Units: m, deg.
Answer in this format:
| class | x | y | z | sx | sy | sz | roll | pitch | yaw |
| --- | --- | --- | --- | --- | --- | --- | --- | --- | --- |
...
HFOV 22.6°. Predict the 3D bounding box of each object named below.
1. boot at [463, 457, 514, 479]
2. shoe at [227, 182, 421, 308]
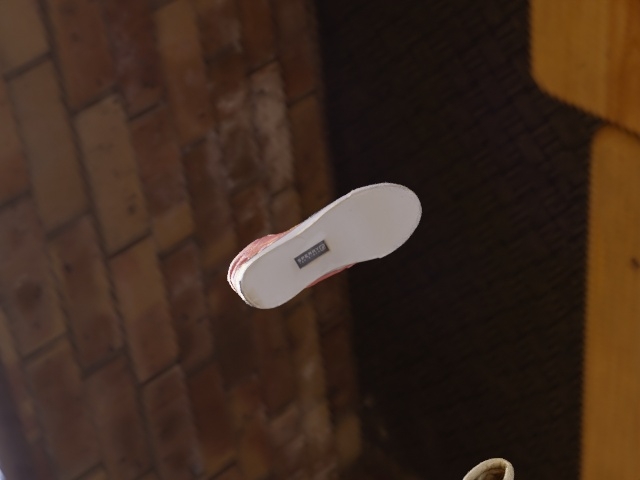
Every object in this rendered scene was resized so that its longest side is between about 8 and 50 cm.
| class | x | y | z | sx | sy | sz | roll | pitch | yaw |
| --- | --- | --- | --- | --- | --- | --- | --- | --- | --- |
| boot | 0.114 | 0.248 | 1.360 | 0.059 | 0.158 | 0.085 | 26 | 133 | 30 |
| shoe | 0.000 | 0.000 | 1.412 | 0.063 | 0.178 | 0.081 | 63 | 170 | -12 |
